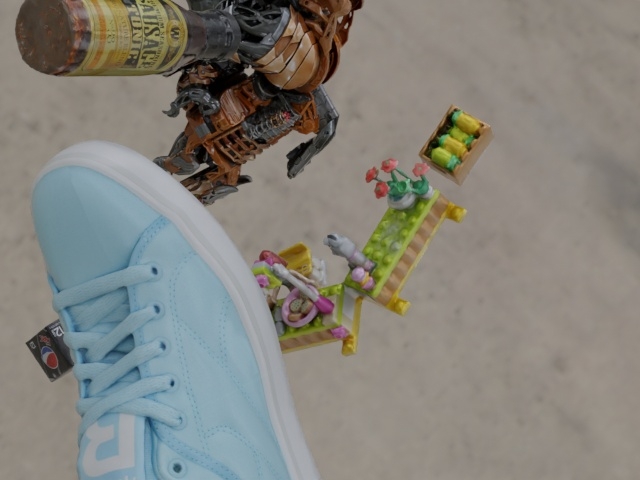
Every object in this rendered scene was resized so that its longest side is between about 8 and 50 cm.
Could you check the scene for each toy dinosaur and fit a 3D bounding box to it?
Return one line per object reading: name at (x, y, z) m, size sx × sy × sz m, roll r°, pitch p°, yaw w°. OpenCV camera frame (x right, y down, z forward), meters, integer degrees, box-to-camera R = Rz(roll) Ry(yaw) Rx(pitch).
toy dinosaur at (-0.053, -0.181, 1.664) m, size 0.218 × 0.322 × 0.164 m, roll 41°, pitch 3°, yaw 5°

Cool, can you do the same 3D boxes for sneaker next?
sneaker at (-0.101, 0.111, 1.233) m, size 0.366 × 0.135 × 0.150 m, roll 63°, pitch 29°, yaw -1°

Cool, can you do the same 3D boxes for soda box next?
soda box at (-0.230, 0.087, 2.082) m, size 0.169 × 0.060 × 0.053 m, roll -32°, pitch 88°, yaw -38°

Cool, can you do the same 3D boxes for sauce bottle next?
sauce bottle at (-0.087, -0.099, 0.915) m, size 0.128 × 0.042 × 0.042 m, roll -10°, pitch 58°, yaw -53°

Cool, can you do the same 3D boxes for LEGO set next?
LEGO set at (0.000, 0.000, 1.417) m, size 0.107 × 0.287 × 0.132 m, roll 39°, pitch 24°, yaw -42°
